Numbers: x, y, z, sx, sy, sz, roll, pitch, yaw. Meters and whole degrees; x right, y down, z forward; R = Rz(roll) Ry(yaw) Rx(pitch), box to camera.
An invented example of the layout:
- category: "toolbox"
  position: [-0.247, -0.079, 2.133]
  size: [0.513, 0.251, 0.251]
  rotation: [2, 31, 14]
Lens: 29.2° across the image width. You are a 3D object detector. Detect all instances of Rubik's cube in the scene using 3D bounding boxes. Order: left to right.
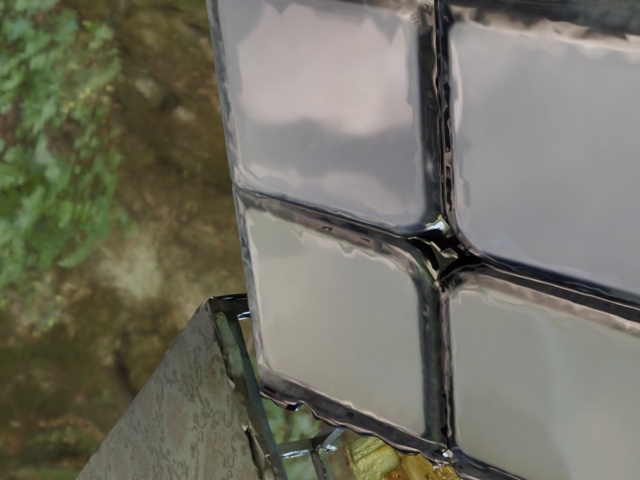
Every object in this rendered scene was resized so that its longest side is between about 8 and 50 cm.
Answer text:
- category: "Rubik's cube"
  position: [0.150, -0.064, 0.737]
  size: [0.318, 0.316, 0.313]
  rotation: [-39, 134, -42]

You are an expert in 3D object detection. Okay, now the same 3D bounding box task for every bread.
- category: "bread"
  position: [0.091, 0.249, 1.257]
  size: [0.069, 0.140, 0.128]
  rotation: [-33, 160, 21]

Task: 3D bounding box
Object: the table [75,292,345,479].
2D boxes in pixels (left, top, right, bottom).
- category: "table"
  position: [-0.001, 0.209, 0.983]
  size: [0.335, 0.272, 0.222]
  rotation: [-51, -129, 48]
